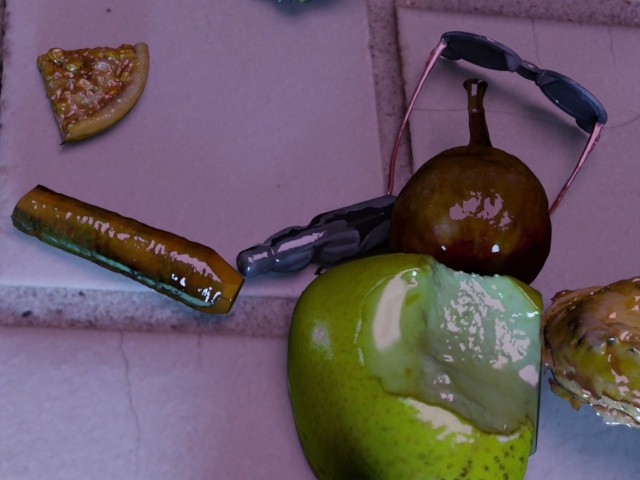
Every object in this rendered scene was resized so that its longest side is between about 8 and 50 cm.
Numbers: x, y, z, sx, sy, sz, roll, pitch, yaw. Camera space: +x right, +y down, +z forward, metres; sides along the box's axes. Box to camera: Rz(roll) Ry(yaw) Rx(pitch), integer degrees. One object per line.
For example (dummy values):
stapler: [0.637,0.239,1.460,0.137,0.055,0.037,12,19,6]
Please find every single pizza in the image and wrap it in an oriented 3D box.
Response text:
pizza: [-0.271,-0.189,1.861,0.131,0.041,0.178,40,56,13]

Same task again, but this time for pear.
pear: [0.104,0.170,1.660,0.286,0.176,0.282,14,57,-6]

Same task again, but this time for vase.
vase: [0.000,0.000,1.805,0.211,0.060,0.060,-16,64,-26]

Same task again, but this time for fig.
fig: [0.184,-0.066,1.788,0.190,0.190,0.290,20,73,-3]

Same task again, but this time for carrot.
carrot: [-0.210,0.010,1.736,0.260,0.070,0.070,22,54,1]

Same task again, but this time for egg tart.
egg tart: [0.375,0.117,1.773,0.278,0.095,0.279,7,30,-4]

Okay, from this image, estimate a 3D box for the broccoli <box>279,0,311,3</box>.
broccoli: [-0.021,-0.376,1.986,0.167,0.160,0.154,24,70,22]

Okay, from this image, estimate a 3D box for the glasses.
glasses: [0.201,-0.110,1.954,0.234,0.118,0.268,29,75,2]
